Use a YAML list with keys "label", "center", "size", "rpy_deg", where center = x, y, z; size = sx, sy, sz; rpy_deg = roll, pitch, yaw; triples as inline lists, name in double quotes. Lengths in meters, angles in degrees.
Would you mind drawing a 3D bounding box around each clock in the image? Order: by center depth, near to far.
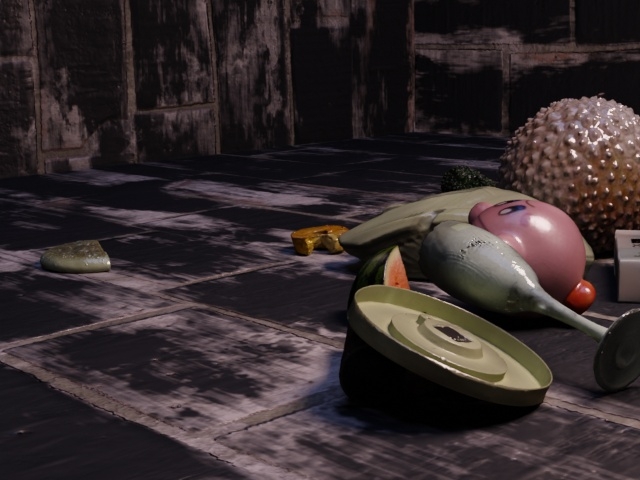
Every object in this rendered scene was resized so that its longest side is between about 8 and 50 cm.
- label: "clock"
  center: [0.140, 0.111, 1.175]
  size: [0.235, 0.029, 0.235]
  rpy_deg: [20, 12, -5]

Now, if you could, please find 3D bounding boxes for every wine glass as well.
- label: "wine glass"
  center: [0.258, -0.014, 1.246]
  size: [0.096, 0.264, 0.309]
  rpy_deg: [-3, 23, -36]

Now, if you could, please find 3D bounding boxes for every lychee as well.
- label: "lychee"
  center: [0.451, -0.110, 1.901]
  size: [0.300, 0.300, 0.300]
  rpy_deg: [-1, 11, 0]

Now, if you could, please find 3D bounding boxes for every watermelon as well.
- label: "watermelon"
  center: [0.090, 0.088, 1.480]
  size: [0.094, 0.125, 0.135]
  rpy_deg: [26, 32, -22]

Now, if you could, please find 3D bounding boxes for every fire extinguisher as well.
- label: "fire extinguisher"
  center: [0.073, 0.114, 1.264]
  size: [0.089, 0.072, 0.267]
  rpy_deg: [-21, 8, 8]

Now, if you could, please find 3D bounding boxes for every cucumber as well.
- label: "cucumber"
  center: [0.337, -0.101, 2.330]
  size: [0.096, 0.096, 0.359]
  rpy_deg: [-2, 9, -5]

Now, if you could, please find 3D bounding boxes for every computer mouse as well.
- label: "computer mouse"
  center: [0.236, -0.017, 1.772]
  size: [0.429, 0.145, 0.228]
  rpy_deg: [4, 14, 29]

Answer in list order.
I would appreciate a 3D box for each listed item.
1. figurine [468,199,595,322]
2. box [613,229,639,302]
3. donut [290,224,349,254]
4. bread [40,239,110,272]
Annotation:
- label: "figurine"
  center: [0.275, 0.023, 1.472]
  size: [0.173, 0.173, 0.173]
  rpy_deg: [-1, 11, 0]
- label: "box"
  center: [0.527, 0.037, 1.645]
  size: [0.155, 0.067, 0.243]
  rpy_deg: [3, 12, 14]
- label: "donut"
  center: [0.000, 0.000, 1.975]
  size: [0.108, 0.043, 0.097]
  rpy_deg: [-3, 11, 0]
- label: "bread"
  center: [-0.441, 0.026, 1.919]
  size: [0.112, 0.036, 0.193]
  rpy_deg: [-6, 11, -18]
